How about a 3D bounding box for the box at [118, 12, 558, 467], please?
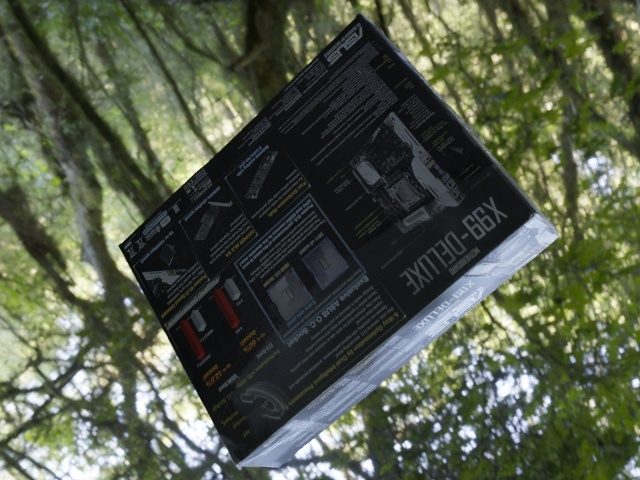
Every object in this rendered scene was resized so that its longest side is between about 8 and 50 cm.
[{"bbox_3d":[0.000,0.000,0.702,0.307,0.076,0.242,-42,-119,12],"label":"box"}]
